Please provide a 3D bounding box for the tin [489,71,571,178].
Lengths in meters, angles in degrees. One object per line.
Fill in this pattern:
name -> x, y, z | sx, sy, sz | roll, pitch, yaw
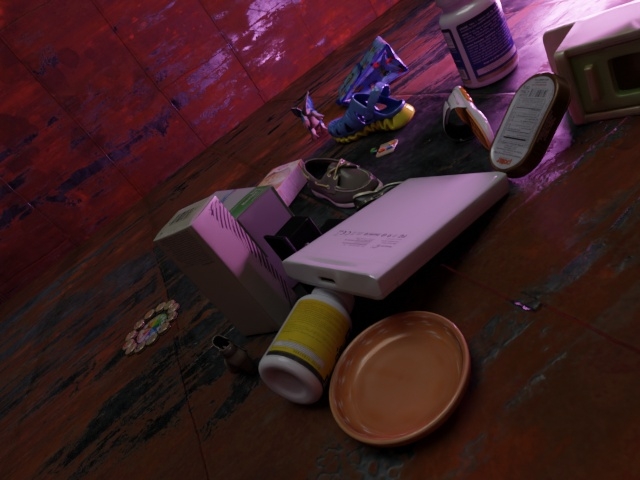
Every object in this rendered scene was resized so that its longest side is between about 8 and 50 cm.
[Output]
tin -> 0.369, -0.205, 0.785 | 0.106, 0.040, 0.189 | -129, 57, -66

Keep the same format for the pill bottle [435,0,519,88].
pill bottle -> 0.407, -0.555, 1.156 | 0.153, 0.264, 0.153 | -27, 29, 16

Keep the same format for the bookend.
bookend -> 0.000, 0.000, 0.861 | 0.157, 0.156, 0.072 | -48, 29, -24

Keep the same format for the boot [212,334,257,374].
boot -> -0.166, 0.205, 0.800 | 0.118, 0.087, 0.042 | -2, 44, 48

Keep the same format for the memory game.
memory game -> -0.454, 0.230, 1.176 | 0.186, 0.012, 0.186 | -27, 29, 16

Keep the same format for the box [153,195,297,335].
box -> -0.171, 0.057, 0.834 | 0.113, 0.275, 0.094 | -15, 33, 33

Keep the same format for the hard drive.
hard drive -> 0.133, -0.025, 0.767 | 0.353, 0.047, 0.233 | -34, 23, -31

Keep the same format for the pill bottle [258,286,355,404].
pill bottle -> -0.011, 0.150, 0.686 | 0.103, 0.103, 0.184 | -13, 31, 38

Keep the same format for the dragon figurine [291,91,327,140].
dragon figurine -> -0.050, -0.471, 1.622 | 0.085, 0.289, 0.144 | -35, 65, 7

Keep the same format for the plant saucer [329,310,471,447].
plant saucer -> 0.104, 0.181, 0.582 | 0.200, 0.037, 0.200 | -28, 28, 16

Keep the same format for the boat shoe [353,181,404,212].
boat shoe -> 0.139, -0.096, 0.983 | 0.133, 0.049, 0.042 | -17, 65, 17

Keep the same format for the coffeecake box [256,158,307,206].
coffeecake box -> -0.133, -0.160, 1.365 | 0.142, 0.068, 0.185 | -10, 36, 42

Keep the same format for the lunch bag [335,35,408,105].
lunch bag -> 0.178, -0.646, 1.754 | 0.293, 0.138, 0.221 | -40, 26, 20

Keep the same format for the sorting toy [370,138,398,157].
sorting toy -> 0.173, -0.255, 1.224 | 0.083, 0.012, 0.062 | -16, 34, 34

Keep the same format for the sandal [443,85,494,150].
sandal -> 0.314, -0.265, 0.981 | 0.076, 0.102, 0.265 | -24, 31, 16

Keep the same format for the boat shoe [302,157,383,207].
boat shoe -> 0.043, -0.159, 1.134 | 0.109, 0.091, 0.305 | -43, 28, -13

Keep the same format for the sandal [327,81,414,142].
sandal -> 0.136, -0.402, 1.370 | 0.317, 0.138, 0.126 | -7, 41, 46

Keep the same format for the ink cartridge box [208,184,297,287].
ink cartridge box -> -0.163, -0.012, 1.015 | 0.278, 0.201, 0.117 | 5, 47, 53

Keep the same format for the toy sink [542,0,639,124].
toy sink -> 0.505, -0.306, 0.771 | 0.234, 0.152, 0.131 | 6, 49, 51
